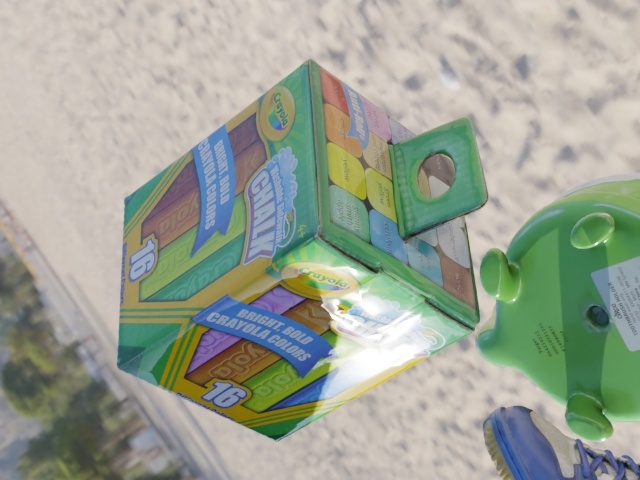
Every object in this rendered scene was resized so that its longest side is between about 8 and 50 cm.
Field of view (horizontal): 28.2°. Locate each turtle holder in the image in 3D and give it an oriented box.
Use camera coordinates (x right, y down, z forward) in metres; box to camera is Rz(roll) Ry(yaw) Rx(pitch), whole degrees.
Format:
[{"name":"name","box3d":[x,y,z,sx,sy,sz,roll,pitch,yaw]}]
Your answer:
[{"name":"turtle holder","box3d":[0.308,0.067,1.297,0.243,0.227,0.320,42,134,19]}]

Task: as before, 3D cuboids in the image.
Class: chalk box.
[{"name":"chalk box","box3d":[0.000,0.000,0.994,0.179,0.289,0.180,31,-141,-35]}]

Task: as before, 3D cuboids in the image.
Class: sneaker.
[{"name":"sneaker","box3d":[0.269,0.222,1.100,0.296,0.131,0.112,41,-156,-19]}]
